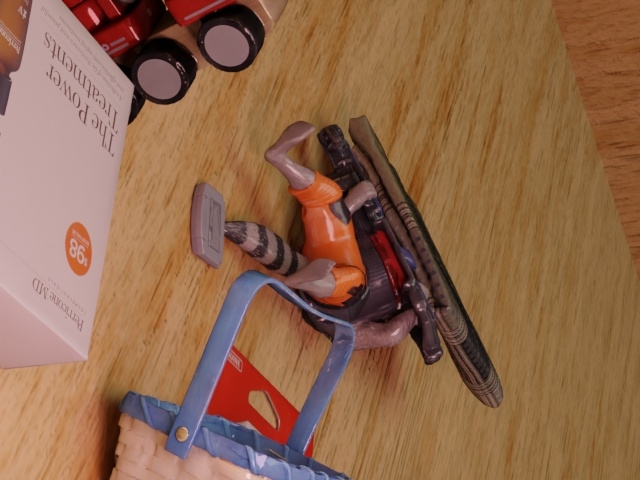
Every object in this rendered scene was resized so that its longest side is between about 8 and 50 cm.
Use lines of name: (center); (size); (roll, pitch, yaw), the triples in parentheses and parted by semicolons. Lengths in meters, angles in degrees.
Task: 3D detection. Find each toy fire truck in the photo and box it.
toy fire truck: (-0.172, -0.265, 1.643); (0.246, 0.217, 0.158); (54, 32, -22)

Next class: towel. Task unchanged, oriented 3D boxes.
towel: (0.128, 0.032, 2.304); (0.324, 0.056, 0.312); (67, 6, 31)

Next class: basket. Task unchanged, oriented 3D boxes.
basket: (-0.073, 0.184, 1.673); (0.289, 0.201, 0.255); (-62, 152, -4)

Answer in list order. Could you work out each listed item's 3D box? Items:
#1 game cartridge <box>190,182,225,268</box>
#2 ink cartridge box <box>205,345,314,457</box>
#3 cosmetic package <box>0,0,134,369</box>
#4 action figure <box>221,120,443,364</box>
game cartridge: (-0.121, -0.017, 1.913); (0.056, 0.017, 0.083); (47, 41, -60)
ink cartridge box: (-0.047, 0.258, 1.943); (0.275, 0.060, 0.239); (51, 39, -52)
cosmetic package: (-0.292, -0.104, 1.426); (0.377, 0.097, 0.284); (50, 41, -52)
action figure: (0.000, 0.000, 2.091); (0.341, 0.178, 0.330); (66, 4, 33)
